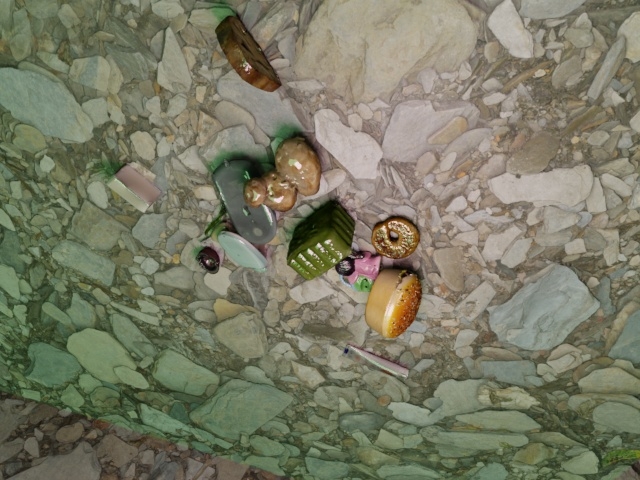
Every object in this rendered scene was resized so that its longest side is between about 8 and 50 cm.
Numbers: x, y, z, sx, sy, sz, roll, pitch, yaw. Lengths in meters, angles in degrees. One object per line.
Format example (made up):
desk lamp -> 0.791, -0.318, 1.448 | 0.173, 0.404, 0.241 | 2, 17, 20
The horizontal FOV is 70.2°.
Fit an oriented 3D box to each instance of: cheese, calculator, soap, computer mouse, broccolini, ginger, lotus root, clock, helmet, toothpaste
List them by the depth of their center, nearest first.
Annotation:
lotus root -> -0.235, -0.584, 1.459 | 0.074, 0.170, 0.261 | -27, 110, 23
ginger -> -0.132, -0.211, 1.644 | 0.304, 0.155, 0.245 | -45, 140, -4
computer mouse -> -0.282, -0.161, 1.780 | 0.188, 0.122, 0.371 | -14, 116, 21
soap -> -0.752, -0.212, 1.846 | 0.183, 0.122, 0.063 | 41, 121, -16
clock -> 0.157, 0.129, 1.900 | 0.195, 0.100, 0.194 | 9, 126, 15
broccolini -> -0.431, -0.086, 1.921 | 0.044, 0.042, 0.218 | 51, 128, 10
calculator -> -0.324, 0.056, 1.934 | 0.183, 0.042, 0.295 | 4, 146, 37
cheese -> -0.447, -0.016, 1.962 | 0.192, 0.038, 0.097 | -23, 127, 28
helmet -> -0.491, 0.083, 2.024 | 0.098, 0.071, 0.123 | -10, 128, 26
toothpaste -> 0.267, 0.596, 2.221 | 0.322, 0.066, 0.100 | 21, 131, 3

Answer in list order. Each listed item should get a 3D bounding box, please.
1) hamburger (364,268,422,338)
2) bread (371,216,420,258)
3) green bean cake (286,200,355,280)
hamburger -> 0.304, 0.249, 1.834 | 0.175, 0.300, 0.301 | 17, 129, 25
bread -> 0.296, -0.009, 1.798 | 0.193, 0.064, 0.194 | 7, 120, 12
green bean cake -> 0.000, 0.000, 1.749 | 0.246, 0.250, 0.156 | -34, 112, 30
